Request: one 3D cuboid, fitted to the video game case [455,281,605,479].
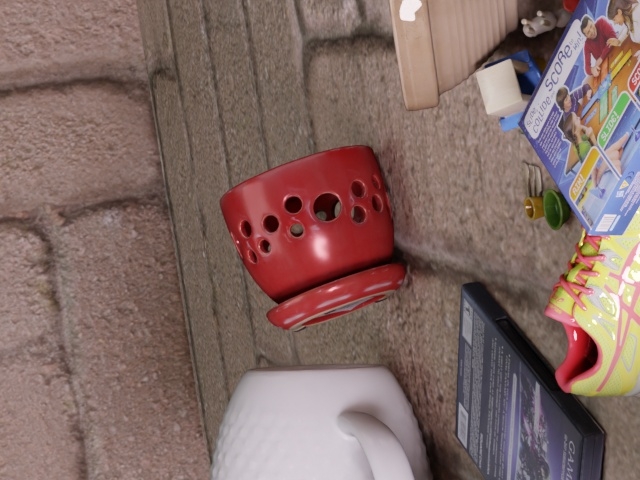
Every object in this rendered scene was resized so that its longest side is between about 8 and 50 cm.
[{"bbox_3d":[0.199,0.191,1.603,0.274,0.026,0.196,-126,30,-54],"label":"video game case"}]

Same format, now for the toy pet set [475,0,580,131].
[{"bbox_3d":[0.197,-0.130,1.376,0.114,0.065,0.122,-20,79,30],"label":"toy pet set"}]

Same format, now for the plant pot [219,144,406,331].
[{"bbox_3d":[0.000,0.000,1.879,0.191,0.191,0.174,134,116,-70],"label":"plant pot"}]

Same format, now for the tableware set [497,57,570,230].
[{"bbox_3d":[0.191,-0.089,1.458,0.104,0.024,0.154,-152,54,-69],"label":"tableware set"}]

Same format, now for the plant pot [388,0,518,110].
[{"bbox_3d":[0.112,-0.237,1.421,0.237,0.110,0.237,-8,-90,-85],"label":"plant pot"}]

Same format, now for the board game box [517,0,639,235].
[{"bbox_3d":[0.225,-0.122,1.213,0.201,0.035,0.136,-66,35,37],"label":"board game box"}]

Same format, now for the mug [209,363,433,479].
[{"bbox_3d":[0.020,0.308,1.858,0.374,0.276,0.328,171,97,-68],"label":"mug"}]

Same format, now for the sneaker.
[{"bbox_3d":[0.224,0.034,1.297,0.081,0.094,0.208,-143,47,-69],"label":"sneaker"}]
